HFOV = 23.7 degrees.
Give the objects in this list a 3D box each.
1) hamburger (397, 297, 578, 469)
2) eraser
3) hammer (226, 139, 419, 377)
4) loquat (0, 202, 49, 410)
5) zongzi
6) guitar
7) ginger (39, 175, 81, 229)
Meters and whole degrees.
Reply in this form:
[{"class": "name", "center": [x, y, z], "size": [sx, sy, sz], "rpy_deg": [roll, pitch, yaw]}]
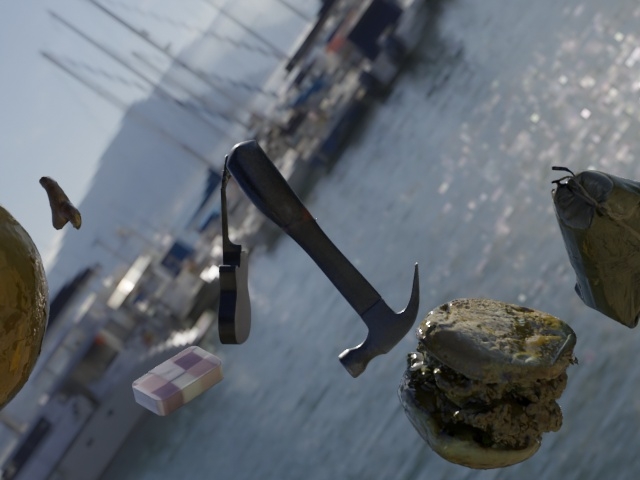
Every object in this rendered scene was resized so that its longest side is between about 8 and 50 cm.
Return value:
[{"class": "hamburger", "center": [0.154, 0.129, 1.427], "size": [0.185, 0.159, 0.131], "rpy_deg": [-33, -41, -56]}, {"class": "eraser", "center": [-0.176, 0.173, 1.892], "size": [0.105, 0.065, 0.026], "rpy_deg": [-32, -49, -33]}, {"class": "hammer", "center": [0.000, 0.000, 1.709], "size": [0.137, 0.290, 0.037], "rpy_deg": [-39, -3, 1]}, {"class": "loquat", "center": [-0.359, 0.066, 1.418], "size": [0.244, 0.244, 0.244], "rpy_deg": [-54, 5, 7]}, {"class": "zongzi", "center": [0.327, -0.047, 1.552], "size": [0.204, 0.094, 0.205], "rpy_deg": [-46, -40, -14]}, {"class": "guitar", "center": [-0.107, 0.012, 1.859], "size": [0.088, 0.025, 0.233], "rpy_deg": [-32, -58, -78]}, {"class": "ginger", "center": [-0.358, -0.046, 2.106], "size": [0.030, 0.097, 0.048], "rpy_deg": [-14, -34, -47]}]
